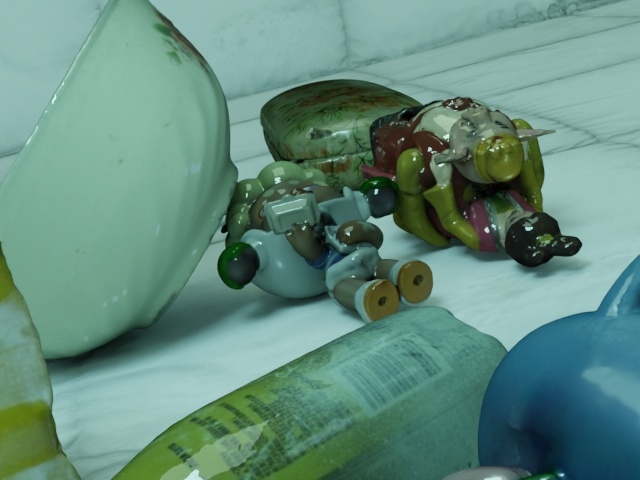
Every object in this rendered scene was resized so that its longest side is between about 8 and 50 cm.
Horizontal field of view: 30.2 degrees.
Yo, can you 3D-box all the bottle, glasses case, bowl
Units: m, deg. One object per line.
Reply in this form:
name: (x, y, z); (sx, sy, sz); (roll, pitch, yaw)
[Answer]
bottle: (-0.043, 0.106, 0.421); (0.270, 0.083, 0.083); (-25, 16, -29)
glasses case: (0.020, -0.123, 1.313); (0.156, 0.098, 0.425); (-10, 12, -4)
bowl: (-0.153, -0.029, 0.845); (0.277, 0.145, 0.277); (-53, 14, 19)

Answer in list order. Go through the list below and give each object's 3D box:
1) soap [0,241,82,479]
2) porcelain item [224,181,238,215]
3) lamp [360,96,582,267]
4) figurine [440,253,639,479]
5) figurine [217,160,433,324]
soap: (-0.270, 0.088, 0.477); (0.315, 0.199, 0.091); (-19, 9, -20)
porcelain item: (-0.162, -0.019, 1.148); (0.213, 0.054, 0.084); (-21, 33, -31)
lamp: (0.108, -0.048, 0.861); (0.118, 0.118, 0.253); (-15, 11, -8)
figurine: (0.082, 0.092, 0.319); (0.178, 0.114, 0.144); (-34, 28, -27)
figurine: (-0.001, -0.001, 0.813); (0.147, 0.093, 0.197); (-26, 18, -23)
